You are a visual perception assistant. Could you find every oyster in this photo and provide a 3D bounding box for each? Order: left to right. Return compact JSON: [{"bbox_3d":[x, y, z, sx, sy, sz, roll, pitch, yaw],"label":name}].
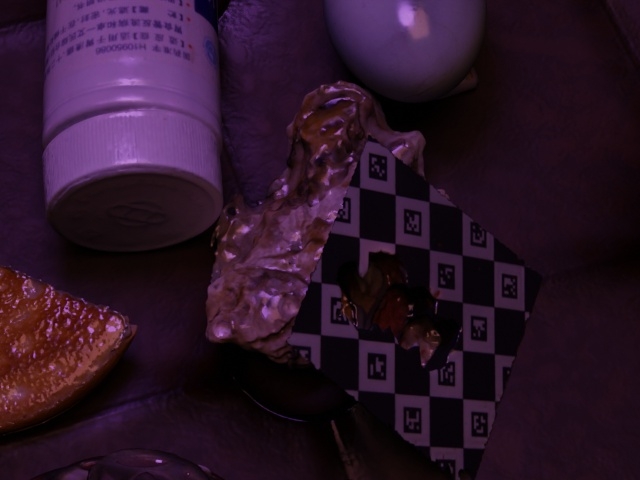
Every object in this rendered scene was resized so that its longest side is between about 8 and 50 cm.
[{"bbox_3d":[0.000,-0.001,1.566,0.238,0.115,0.351,36,60,14],"label":"oyster"}]

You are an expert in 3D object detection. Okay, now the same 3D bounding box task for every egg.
[{"bbox_3d":[0.095,-0.255,1.656,0.183,0.183,0.264,-2,38,-5],"label":"egg"}]

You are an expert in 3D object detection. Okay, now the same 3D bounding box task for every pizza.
[{"bbox_3d":[-0.297,0.094,1.529,0.201,0.053,0.193,-26,68,-4],"label":"pizza"}]

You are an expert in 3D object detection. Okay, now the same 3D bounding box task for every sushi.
[{"bbox_3d":[0.088,0.075,1.512,0.290,0.050,0.264,39,59,-31],"label":"sushi"}]

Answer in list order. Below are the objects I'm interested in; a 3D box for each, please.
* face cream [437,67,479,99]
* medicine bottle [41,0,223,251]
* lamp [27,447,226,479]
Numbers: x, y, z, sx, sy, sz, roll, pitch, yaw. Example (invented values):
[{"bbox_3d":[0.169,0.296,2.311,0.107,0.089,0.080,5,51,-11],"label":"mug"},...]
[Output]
[{"bbox_3d":[0.141,-0.183,1.726,0.083,0.021,0.040,-20,64,-13],"label":"face cream"},{"bbox_3d":[-0.202,-0.167,1.598,0.190,0.190,0.332,-1,63,-5],"label":"medicine bottle"},{"bbox_3d":[-0.168,0.319,1.304,0.303,0.257,0.303,10,23,-4],"label":"lamp"}]
